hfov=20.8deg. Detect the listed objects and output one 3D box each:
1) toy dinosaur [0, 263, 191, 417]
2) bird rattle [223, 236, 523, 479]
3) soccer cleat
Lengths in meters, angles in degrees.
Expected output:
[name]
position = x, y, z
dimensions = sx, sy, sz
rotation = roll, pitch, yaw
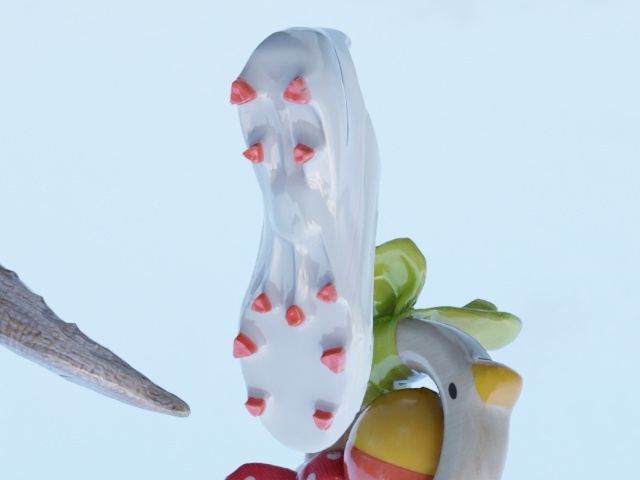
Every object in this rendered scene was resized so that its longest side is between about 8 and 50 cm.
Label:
[toy dinosaur]
position = -0.202, 0.038, 0.584
dimensions = 0.296, 0.127, 0.200
rotation = -11, -177, -12
[bird rattle]
position = 0.029, 0.128, 1.065
dimensions = 0.143, 0.253, 0.207
rotation = 30, 176, -31
[soccer cleat]
position = 0.000, 0.000, 0.785
dimensions = 0.068, 0.196, 0.076
rotation = 8, -158, 26
